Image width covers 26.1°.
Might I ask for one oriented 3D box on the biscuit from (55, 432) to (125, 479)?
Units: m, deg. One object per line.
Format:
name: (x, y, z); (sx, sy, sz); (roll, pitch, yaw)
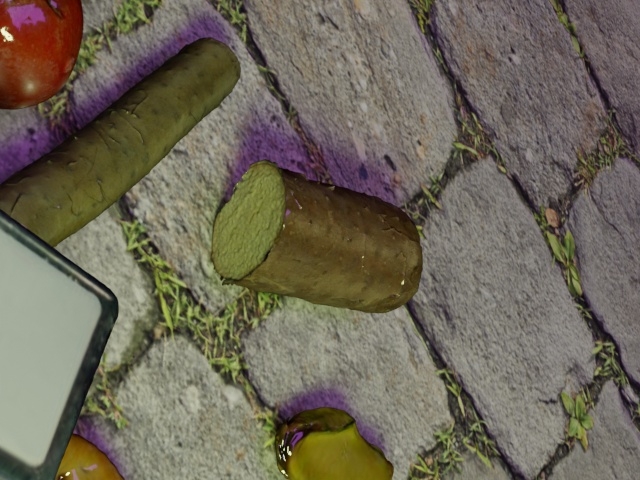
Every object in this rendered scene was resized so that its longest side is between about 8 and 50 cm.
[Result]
biscuit: (-0.235, 0.262, 1.142); (0.220, 0.066, 0.221); (21, 61, -43)

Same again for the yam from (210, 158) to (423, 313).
yam: (0.001, 0.002, 1.470); (0.238, 0.129, 0.128); (13, 66, -45)

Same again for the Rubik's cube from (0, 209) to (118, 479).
Rubik's cube: (-0.368, 0.110, 0.858); (0.316, 0.313, 0.318); (41, 49, -30)

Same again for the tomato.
tomato: (-0.284, -0.191, 1.208); (0.167, 0.167, 0.167); (22, 59, -42)

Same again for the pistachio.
pistachio: (0.009, 0.221, 1.453); (0.173, 0.049, 0.090); (28, 78, -42)

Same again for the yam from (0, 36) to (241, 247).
yam: (-0.193, -0.091, 1.326); (0.083, 0.083, 0.371); (59, 42, -14)
